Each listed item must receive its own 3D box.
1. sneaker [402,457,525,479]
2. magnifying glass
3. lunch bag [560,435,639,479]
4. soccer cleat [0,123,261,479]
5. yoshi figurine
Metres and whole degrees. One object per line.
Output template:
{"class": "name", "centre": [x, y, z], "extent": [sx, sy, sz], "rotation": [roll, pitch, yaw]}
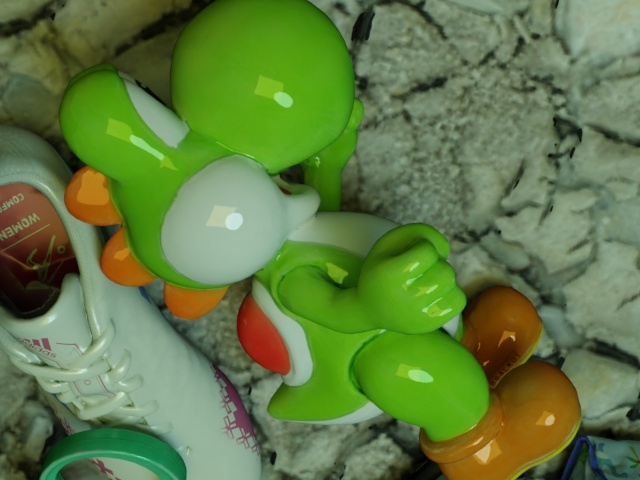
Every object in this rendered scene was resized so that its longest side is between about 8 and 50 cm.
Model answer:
{"class": "sneaker", "centre": [0.041, 0.214, 0.826], "extent": [0.222, 0.083, 0.118], "rotation": [4, 98, -14]}
{"class": "magnifying glass", "centre": [-0.181, 0.191, 0.767], "extent": [0.092, 0.026, 0.231], "rotation": [34, 129, -28]}
{"class": "lunch bag", "centre": [0.242, 0.232, 0.839], "extent": [0.129, 0.096, 0.151], "rotation": [8, 119, -10]}
{"class": "soccer cleat", "centre": [-0.151, 0.077, 0.729], "extent": [0.116, 0.143, 0.331], "rotation": [-32, 106, 4]}
{"class": "yoshi figurine", "centre": [0.019, -0.016, 0.690], "extent": [0.362, 0.204, 0.203], "rotation": [38, 58, -20]}
